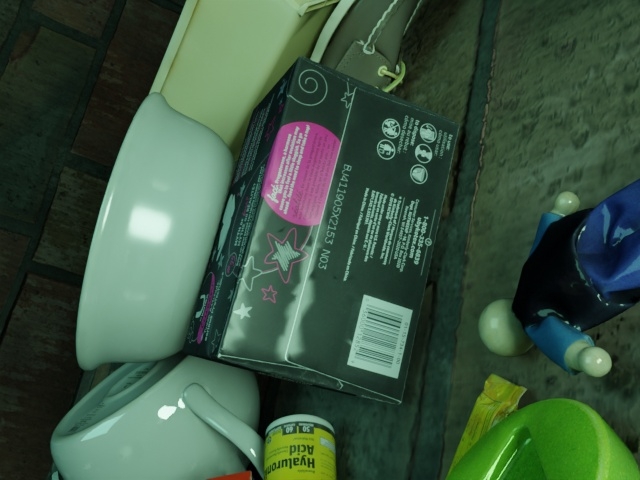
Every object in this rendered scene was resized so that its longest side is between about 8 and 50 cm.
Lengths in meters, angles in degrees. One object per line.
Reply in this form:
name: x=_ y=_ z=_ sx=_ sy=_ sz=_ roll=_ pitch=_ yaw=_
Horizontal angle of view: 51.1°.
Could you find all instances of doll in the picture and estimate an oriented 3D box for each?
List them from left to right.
doll: x=0.151 y=0.017 z=0.366 sx=0.189 sy=0.046 sz=0.129 roll=-46 pitch=24 yaw=47

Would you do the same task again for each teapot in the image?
teapot: x=-0.158 y=0.227 z=0.761 sx=0.252 sy=0.187 sz=0.256 roll=-31 pitch=10 yaw=8

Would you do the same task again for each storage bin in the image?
storage bin: x=-0.049 y=-0.244 z=0.815 sx=0.260 sy=0.123 sz=0.262 roll=-40 pitch=-9 yaw=-47

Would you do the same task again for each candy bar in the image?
candy bar: x=0.091 y=0.163 z=0.425 sx=0.161 sy=0.018 sz=0.040 roll=-71 pitch=18 yaw=0

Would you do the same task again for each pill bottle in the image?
pill bottle: x=-0.017 y=0.216 z=0.575 sx=0.065 sy=0.065 sz=0.116 roll=-52 pitch=28 yaw=38

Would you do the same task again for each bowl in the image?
bowl: x=-0.148 y=0.005 z=0.714 sx=0.298 sy=0.134 sz=0.298 roll=-166 pitch=90 yaw=-83

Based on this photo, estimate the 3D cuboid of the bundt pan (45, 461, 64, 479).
bundt pan: x=-0.389 y=0.471 z=1.102 sx=0.331 sy=0.124 sz=0.331 roll=-35 pitch=45 yaw=44

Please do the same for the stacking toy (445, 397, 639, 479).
stacking toy: x=0.139 y=0.181 z=0.244 sx=0.309 sy=0.130 sz=0.279 roll=-45 pitch=6 yaw=42

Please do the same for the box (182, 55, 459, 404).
box: x=0.000 y=0.000 z=0.588 sx=0.142 sy=0.163 sz=0.247 roll=-17 pitch=57 yaw=67

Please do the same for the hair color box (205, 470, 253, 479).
hair color box: x=-0.065 y=0.274 z=0.576 sx=0.072 sy=0.043 sz=0.141 roll=-106 pitch=7 yaw=-56

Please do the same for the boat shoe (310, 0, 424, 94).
boat shoe: x=0.037 y=-0.180 z=0.750 sx=0.324 sy=0.097 sz=0.116 roll=-51 pitch=-12 yaw=33
